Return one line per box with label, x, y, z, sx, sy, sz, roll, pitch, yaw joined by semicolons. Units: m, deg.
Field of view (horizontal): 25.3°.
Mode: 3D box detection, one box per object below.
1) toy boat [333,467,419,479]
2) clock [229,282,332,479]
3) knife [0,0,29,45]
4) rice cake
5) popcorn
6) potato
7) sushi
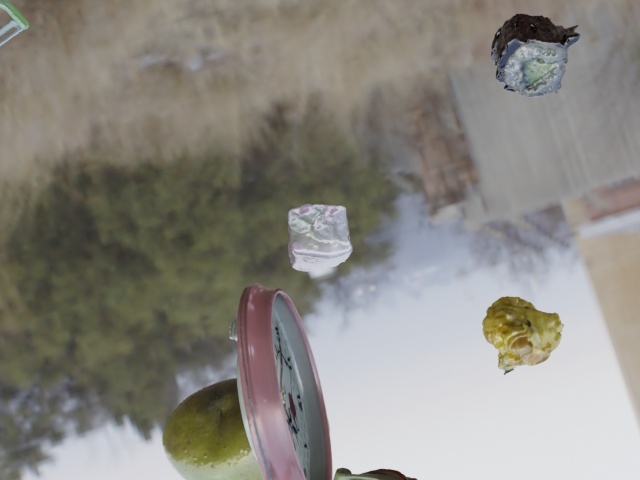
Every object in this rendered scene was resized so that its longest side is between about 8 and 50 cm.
toy boat;0.096;0.327;1.719;0.071;0.089;0.185;-11;-144;-39
clock;-0.042;0.162;1.438;0.056;0.244;0.244;-14;179;10
knife;-0.362;-0.172;1.348;0.212;0.054;0.015;-27;-155;32
rice cake;0.000;0.000;1.579;0.072;0.056;0.365;-4;177;-2
popcorn;0.207;0.105;1.491;0.084;0.084;0.084;-17;178;-1
potato;-0.101;0.272;1.979;0.248;0.143;0.169;-5;-141;23
sushi;0.265;-0.237;1.785;0.094;0.098;0.084;15;-151;-8
